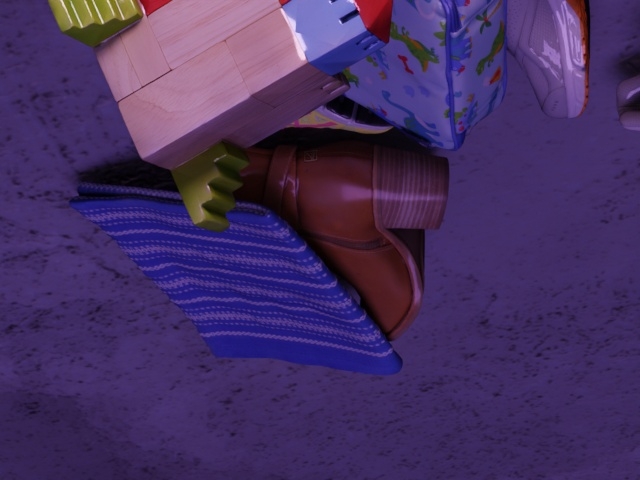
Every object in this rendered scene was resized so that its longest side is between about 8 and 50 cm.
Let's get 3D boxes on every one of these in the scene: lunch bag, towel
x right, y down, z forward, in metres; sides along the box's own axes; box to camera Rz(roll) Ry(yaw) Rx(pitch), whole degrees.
[{"bbox_3d":[0.069,-0.188,1.646,0.176,0.090,0.219,34,154,25],"label":"lunch bag"},{"bbox_3d":[-0.079,0.047,1.967,0.243,0.040,0.336,7,154,31],"label":"towel"}]

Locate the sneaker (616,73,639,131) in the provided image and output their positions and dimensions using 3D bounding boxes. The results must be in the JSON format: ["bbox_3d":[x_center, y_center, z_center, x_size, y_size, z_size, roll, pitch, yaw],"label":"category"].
[{"bbox_3d":[0.362,-0.150,1.710,0.118,0.110,0.292,7,160,-17],"label":"sneaker"}]

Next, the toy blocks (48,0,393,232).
[{"bbox_3d":[-0.060,-0.237,1.444,0.261,0.381,0.191,-28,164,15],"label":"toy blocks"}]

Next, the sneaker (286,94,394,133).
[{"bbox_3d":[-0.029,-0.136,1.785,0.208,0.081,0.094,15,147,-14],"label":"sneaker"}]

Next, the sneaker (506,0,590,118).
[{"bbox_3d":[0.170,-0.209,1.695,0.121,0.099,0.262,-4,137,13],"label":"sneaker"}]

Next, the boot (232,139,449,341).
[{"bbox_3d":[0.000,0.000,1.943,0.220,0.109,0.283,5,150,-4],"label":"boot"}]
